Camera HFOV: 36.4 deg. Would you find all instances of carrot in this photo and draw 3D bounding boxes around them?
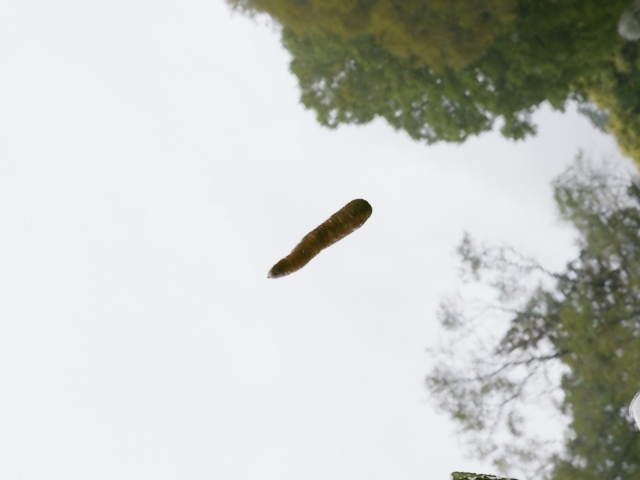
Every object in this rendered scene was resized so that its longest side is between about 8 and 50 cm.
[{"bbox_3d":[-0.001,-0.001,1.198,0.035,0.165,0.035,46,159,23],"label":"carrot"}]

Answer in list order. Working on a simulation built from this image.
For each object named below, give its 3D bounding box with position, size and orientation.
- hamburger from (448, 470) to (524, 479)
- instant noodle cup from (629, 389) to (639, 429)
[{"bbox_3d":[0.206,0.394,1.204,0.155,0.207,0.135,11,-175,-13],"label":"hamburger"},{"bbox_3d":[0.489,0.253,1.138,0.217,0.217,0.207,31,-150,-47],"label":"instant noodle cup"}]
